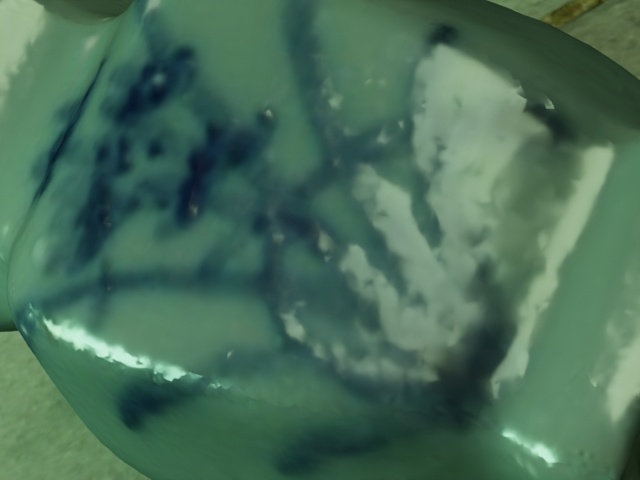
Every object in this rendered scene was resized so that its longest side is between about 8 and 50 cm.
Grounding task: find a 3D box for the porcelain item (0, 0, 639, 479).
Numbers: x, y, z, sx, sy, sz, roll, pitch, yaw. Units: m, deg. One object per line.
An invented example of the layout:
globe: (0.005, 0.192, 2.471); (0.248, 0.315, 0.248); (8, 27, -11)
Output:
porcelain item: (0.000, 0.000, 0.687); (0.405, 0.178, 0.242); (17, 79, 41)
